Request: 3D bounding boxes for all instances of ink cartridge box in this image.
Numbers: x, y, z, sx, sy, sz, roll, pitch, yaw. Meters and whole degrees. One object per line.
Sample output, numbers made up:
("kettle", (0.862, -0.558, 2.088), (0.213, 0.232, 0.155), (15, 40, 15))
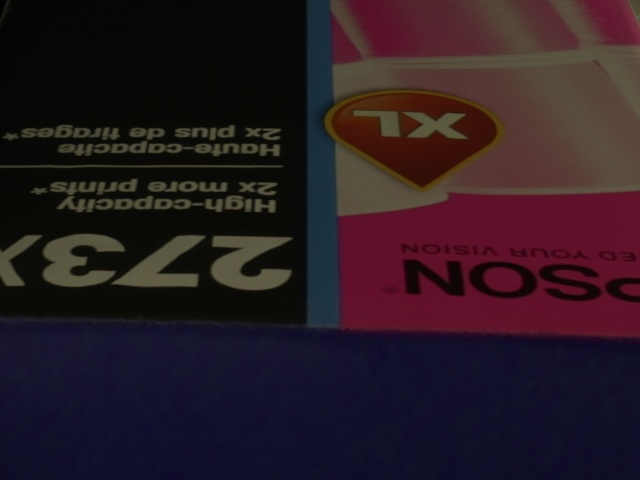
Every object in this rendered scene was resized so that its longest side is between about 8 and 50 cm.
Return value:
("ink cartridge box", (0.000, 0.000, 0.477), (0.371, 0.176, 0.069), (-91, -177, -62))
